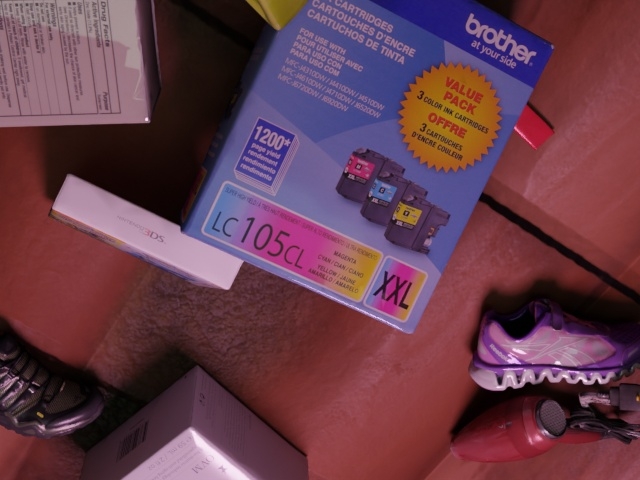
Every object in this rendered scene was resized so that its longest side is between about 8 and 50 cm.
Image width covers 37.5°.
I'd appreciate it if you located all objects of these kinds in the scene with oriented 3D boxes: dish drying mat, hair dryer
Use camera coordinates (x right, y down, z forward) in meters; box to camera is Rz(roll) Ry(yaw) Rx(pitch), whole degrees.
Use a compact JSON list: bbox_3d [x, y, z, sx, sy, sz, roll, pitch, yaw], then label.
[{"bbox_3d":[0.237,-0.143,1.108,0.083,0.008,0.032,39,110,-21],"label":"dish drying mat"},{"bbox_3d":[0.314,0.264,1.253,0.294,0.080,0.223,-8,150,18],"label":"hair dryer"}]

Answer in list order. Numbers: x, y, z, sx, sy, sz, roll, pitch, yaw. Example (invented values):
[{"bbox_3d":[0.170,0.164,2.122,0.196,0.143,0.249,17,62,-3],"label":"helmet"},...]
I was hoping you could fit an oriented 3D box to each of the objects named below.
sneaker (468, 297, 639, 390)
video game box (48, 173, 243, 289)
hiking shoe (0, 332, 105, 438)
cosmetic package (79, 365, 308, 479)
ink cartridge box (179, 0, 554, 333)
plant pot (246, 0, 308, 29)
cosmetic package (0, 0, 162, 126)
[{"bbox_3d":[0.307,0.124,1.208,0.236,0.095,0.104,-6,109,1],"label":"sneaker"},{"bbox_3d":[-0.203,-0.005,1.063,0.205,0.187,0.048,26,79,-15],"label":"video game box"},{"bbox_3d":[-0.389,0.179,1.202,0.227,0.086,0.114,9,120,-6],"label":"hiking shoe"},{"bbox_3d":[-0.169,0.333,1.265,0.224,0.138,0.225,-39,114,16],"label":"cosmetic package"},{"bbox_3d":[0.052,-0.141,0.982,0.270,0.151,0.395,24,93,-14],"label":"ink cartridge box"},{"bbox_3d":[-0.049,-0.340,0.770,0.207,0.227,0.228,-44,88,4],"label":"plant pot"},{"bbox_3d":[-0.324,-0.206,0.982,0.296,0.129,0.153,0,116,-2],"label":"cosmetic package"}]
